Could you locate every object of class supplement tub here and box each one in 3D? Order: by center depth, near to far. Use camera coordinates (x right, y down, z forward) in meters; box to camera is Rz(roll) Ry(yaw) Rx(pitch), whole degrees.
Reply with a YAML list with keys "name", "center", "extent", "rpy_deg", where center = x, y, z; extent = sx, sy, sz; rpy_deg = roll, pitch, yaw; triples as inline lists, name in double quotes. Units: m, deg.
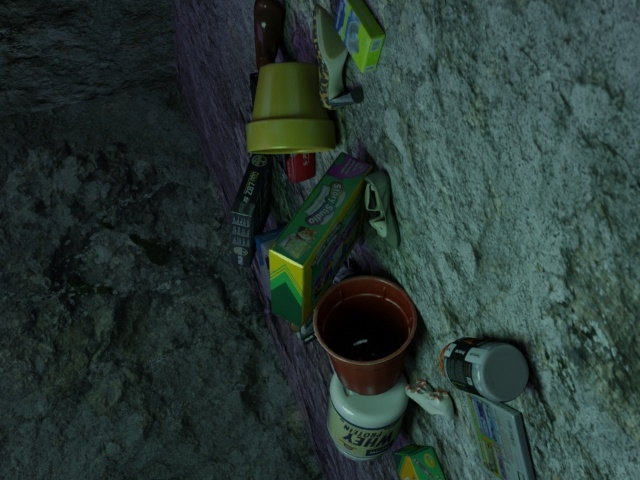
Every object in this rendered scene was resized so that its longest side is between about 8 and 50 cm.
- name: "supplement tub"
  center: [0.330, 0.262, 1.312]
  extent: [0.190, 0.117, 0.117]
  rpy_deg: [170, 83, -72]
- name: "supplement tub"
  center: [0.140, 0.526, 1.960]
  extent: [0.325, 0.235, 0.235]
  rpy_deg: [92, 154, -49]

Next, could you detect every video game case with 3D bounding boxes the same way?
- name: "video game case"
  center: [0.406, 0.456, 1.427]
  extent: [0.193, 0.023, 0.212]
  rpy_deg: [-168, 60, -70]

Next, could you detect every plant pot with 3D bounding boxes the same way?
- name: "plant pot"
  center: [0.128, 0.284, 1.756]
  extent: [0.265, 0.272, 0.272]
  rpy_deg: [81, 162, -51]
- name: "plant pot"
  center: [-0.085, -0.371, 1.792]
  extent: [0.254, 0.254, 0.239]
  rpy_deg: [-167, 75, -70]

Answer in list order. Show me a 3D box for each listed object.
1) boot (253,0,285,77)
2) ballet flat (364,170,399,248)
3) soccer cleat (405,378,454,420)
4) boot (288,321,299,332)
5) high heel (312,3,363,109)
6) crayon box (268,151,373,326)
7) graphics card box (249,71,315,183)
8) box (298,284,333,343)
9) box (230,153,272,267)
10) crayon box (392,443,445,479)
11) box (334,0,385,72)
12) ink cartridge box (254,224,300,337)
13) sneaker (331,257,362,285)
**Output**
- name: "boot"
  center: [-0.174, -0.554, 1.909]
  extent: [0.264, 0.096, 0.280]
  rpy_deg: [123, 154, -69]
- name: "ballet flat"
  center: [0.150, -0.072, 1.619]
  extent: [0.072, 0.068, 0.213]
  rpy_deg: [-147, 42, -64]
- name: "soccer cleat"
  center: [0.288, 0.428, 1.695]
  extent: [0.196, 0.068, 0.076]
  rpy_deg: [4, 114, 69]
- name: "boot"
  center: [0.013, 0.276, 2.161]
  extent: [0.089, 0.236, 0.269]
  rpy_deg: [37, -175, -31]
- name: "high heel"
  center: [0.007, -0.459, 1.621]
  extent: [0.186, 0.093, 0.261]
  rpy_deg: [13, 129, 63]
- name: "crayon box"
  center: [0.000, 0.000, 1.669]
  extent: [0.106, 0.363, 0.313]
  rpy_deg: [25, 148, 15]
- name: "graphics card box"
  center: [-0.130, -0.390, 2.131]
  extent: [0.371, 0.094, 0.233]
  rpy_deg: [-126, 24, -43]
- name: "box"
  center: [0.005, 0.228, 2.113]
  extent: [0.045, 0.184, 0.190]
  rpy_deg: [49, -163, -32]
- name: "box"
  center: [-0.281, -0.119, 2.600]
  extent: [0.395, 0.097, 0.318]
  rpy_deg: [101, -178, -57]
- name: "crayon box"
  center: [0.321, 0.756, 1.884]
  extent: [0.165, 0.081, 0.278]
  rpy_deg: [129, 122, -70]
- name: "box"
  center: [0.084, -0.490, 1.458]
  extent: [0.109, 0.042, 0.178]
  rpy_deg: [105, 143, -59]
- name: "ink cartridge box"
  center: [-0.101, 0.150, 2.447]
  extent: [0.395, 0.166, 0.285]
  rpy_deg: [-138, 35, -58]
- name: "sneaker"
  center: [0.079, 0.116, 1.919]
  extent: [0.282, 0.099, 0.153]
  rpy_deg: [79, 169, -71]
